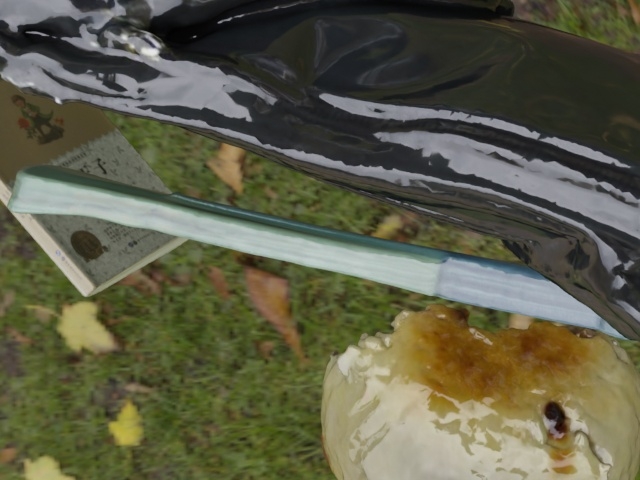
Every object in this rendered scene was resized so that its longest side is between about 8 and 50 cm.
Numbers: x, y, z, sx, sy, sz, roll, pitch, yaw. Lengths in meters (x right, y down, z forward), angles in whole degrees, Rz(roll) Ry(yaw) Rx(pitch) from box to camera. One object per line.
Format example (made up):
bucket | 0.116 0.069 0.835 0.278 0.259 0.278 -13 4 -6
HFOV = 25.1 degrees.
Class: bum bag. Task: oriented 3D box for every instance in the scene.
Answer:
bum bag | 0.043 -0.029 0.354 0.248 0.123 0.060 22 114 7

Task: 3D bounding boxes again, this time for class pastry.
pastry | 0.120 0.184 1.129 0.256 0.170 0.236 10 132 0

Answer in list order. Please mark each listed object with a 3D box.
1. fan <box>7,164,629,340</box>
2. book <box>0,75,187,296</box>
fan | 0.000 0.000 0.407 0.193 0.038 0.016 12 103 19
book | -0.194 -0.058 1.089 0.198 0.138 0.016 49 128 5
